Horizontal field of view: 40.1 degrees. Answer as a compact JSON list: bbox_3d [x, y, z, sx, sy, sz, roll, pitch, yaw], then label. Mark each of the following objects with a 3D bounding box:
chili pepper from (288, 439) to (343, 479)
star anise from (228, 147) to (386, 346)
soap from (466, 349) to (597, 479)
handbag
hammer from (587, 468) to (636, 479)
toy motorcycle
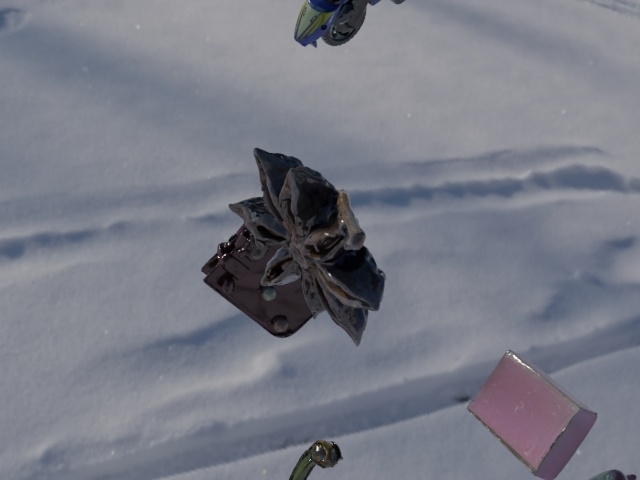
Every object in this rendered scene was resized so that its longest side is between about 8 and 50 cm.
[{"bbox_3d":[-0.064,0.370,0.826,0.110,0.387,0.110,18,-8,3],"label":"chili pepper"},{"bbox_3d":[0.000,0.001,0.891,0.081,0.262,0.230,-24,89,-26],"label":"star anise"},{"bbox_3d":[0.462,0.382,1.940,0.081,0.181,0.259,29,7,-33],"label":"soap"},{"bbox_3d":[-0.064,0.043,1.464,0.216,0.203,0.074,42,10,-34],"label":"handbag"},{"bbox_3d":[0.335,0.276,0.994,0.083,0.052,0.031,3,59,-45],"label":"hammer"},{"bbox_3d":[0.066,-0.435,1.351,0.113,0.315,0.169,44,24,26],"label":"toy motorcycle"}]
